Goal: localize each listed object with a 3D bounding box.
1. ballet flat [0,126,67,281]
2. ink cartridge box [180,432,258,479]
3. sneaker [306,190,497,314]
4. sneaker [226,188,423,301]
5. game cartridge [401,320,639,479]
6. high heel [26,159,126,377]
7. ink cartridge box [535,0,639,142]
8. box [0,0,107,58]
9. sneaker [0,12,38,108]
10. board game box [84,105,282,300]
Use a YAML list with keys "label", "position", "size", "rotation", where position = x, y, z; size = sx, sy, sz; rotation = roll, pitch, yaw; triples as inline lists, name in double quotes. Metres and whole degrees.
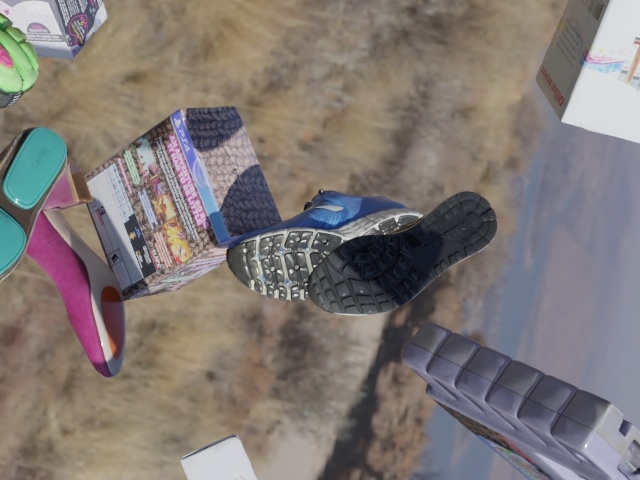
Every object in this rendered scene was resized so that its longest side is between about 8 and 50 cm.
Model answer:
- label: "ballet flat"
  position: [-0.421, -0.022, 1.668]
  size: [0.106, 0.107, 0.316]
  rotation: [-32, -160, 38]
- label: "ink cartridge box"
  position: [-0.120, 0.353, 1.767]
  size: [0.208, 0.086, 0.153]
  rotation: [99, -33, -76]
- label: "sneaker"
  position: [0.103, 0.035, 1.767]
  size: [0.107, 0.283, 0.124]
  rotation: [65, -21, 5]
- label: "sneaker"
  position: [0.000, 0.000, 2.086]
  size: [0.147, 0.329, 0.130]
  rotation: [-136, -139, -54]
- label: "game cartridge"
  position: [0.242, 0.207, 1.182]
  size: [0.355, 0.230, 0.068]
  rotation: [42, 74, -39]
- label: "high heel"
  position: [-0.445, 0.063, 2.184]
  size: [0.127, 0.181, 0.377]
  rotation: [24, 50, -71]
- label: "ink cartridge box"
  position: [0.325, -0.208, 1.367]
  size: [0.128, 0.127, 0.176]
  rotation: [-98, -155, -61]
- label: "box"
  position: [-0.524, -0.419, 2.259]
  size: [0.142, 0.247, 0.163]
  rotation: [-62, 151, -42]
- label: "sneaker"
  position: [-0.556, -0.238, 1.642]
  size: [0.185, 0.482, 0.202]
  rotation: [0, 106, -64]
- label: "board game box"
  position: [-0.242, -0.062, 2.221]
  size: [0.141, 0.291, 0.232]
  rotation: [-10, 76, -52]
